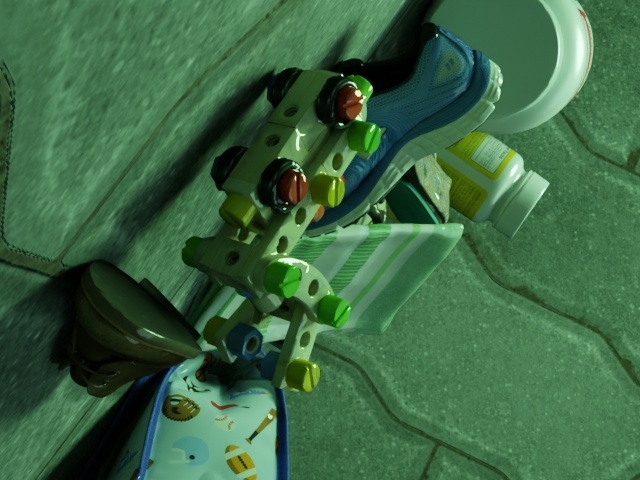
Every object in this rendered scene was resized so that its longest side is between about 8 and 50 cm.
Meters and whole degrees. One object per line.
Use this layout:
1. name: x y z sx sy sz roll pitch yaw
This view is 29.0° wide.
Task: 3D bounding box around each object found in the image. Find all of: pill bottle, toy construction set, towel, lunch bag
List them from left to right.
1. lunch bag: -0.190 0.335 1.628 0.385 0.239 0.328 -85 -159 -55
2. toy construction set: -0.015 -0.039 1.187 0.215 0.151 0.327 60 40 -47
3. towel: 0.001 0.061 1.621 0.325 0.038 0.248 -1 144 -34
4. pill bottle: 0.217 -0.100 1.796 0.119 0.208 0.119 -54 173 -9
5. pill bottle: 0.261 -0.268 1.739 0.229 0.229 0.408 -55 173 15

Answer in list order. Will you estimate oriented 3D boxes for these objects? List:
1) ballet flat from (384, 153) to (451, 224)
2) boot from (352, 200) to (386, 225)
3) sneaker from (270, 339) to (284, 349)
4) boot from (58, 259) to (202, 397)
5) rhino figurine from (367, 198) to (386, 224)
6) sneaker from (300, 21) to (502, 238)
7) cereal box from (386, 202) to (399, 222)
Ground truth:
1. ballet flat: 0.098 -0.125 1.633 0.316 0.108 0.106 55 50 -55
2. boot: 0.065 -0.067 2.103 0.213 0.077 0.165 -52 171 -5
3. sneaker: -0.002 0.094 2.027 0.295 0.124 0.178 -27 -170 36
4. boot: -0.178 0.093 1.092 0.115 0.112 0.305 -42 175 -6
5. rhino figurine: 0.000 0.000 1.899 0.243 0.106 0.073 -53 -149 9
6. sneaker: 0.042 -0.133 1.429 0.330 0.147 0.129 -39 -155 21
7. cereal box: 0.168 -0.165 2.039 0.173 0.047 0.240 81 30 -64
